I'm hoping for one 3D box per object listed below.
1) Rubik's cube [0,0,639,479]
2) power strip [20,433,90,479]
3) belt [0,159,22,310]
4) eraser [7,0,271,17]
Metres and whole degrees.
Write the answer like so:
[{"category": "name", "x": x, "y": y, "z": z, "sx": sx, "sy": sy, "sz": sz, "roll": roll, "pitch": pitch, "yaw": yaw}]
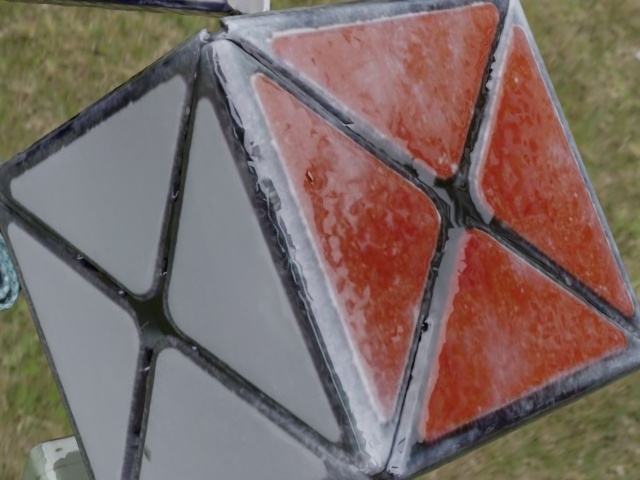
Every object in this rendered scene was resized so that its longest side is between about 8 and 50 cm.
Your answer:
[{"category": "Rubik's cube", "x": -0.001, "y": 0.019, "z": 0.942, "sx": 0.259, "sy": 0.260, "sz": 0.255, "roll": -15, "pitch": 84, "yaw": -41}, {"category": "power strip", "x": -0.193, "y": 0.234, "z": 1.232, "sx": 0.093, "sy": 0.288, "sz": 0.053, "roll": -12, "pitch": 60, "yaw": -28}, {"category": "belt", "x": -0.270, "y": -0.084, "z": 1.157, "sx": 0.087, "sy": 0.072, "sz": 0.302, "roll": -29, "pitch": 103, "yaw": -10}, {"category": "eraser", "x": -0.190, "y": -0.229, "z": 1.284, "sx": 0.287, "sy": 0.130, "sz": 0.086, "roll": 6, "pitch": 94, "yaw": 13}]
